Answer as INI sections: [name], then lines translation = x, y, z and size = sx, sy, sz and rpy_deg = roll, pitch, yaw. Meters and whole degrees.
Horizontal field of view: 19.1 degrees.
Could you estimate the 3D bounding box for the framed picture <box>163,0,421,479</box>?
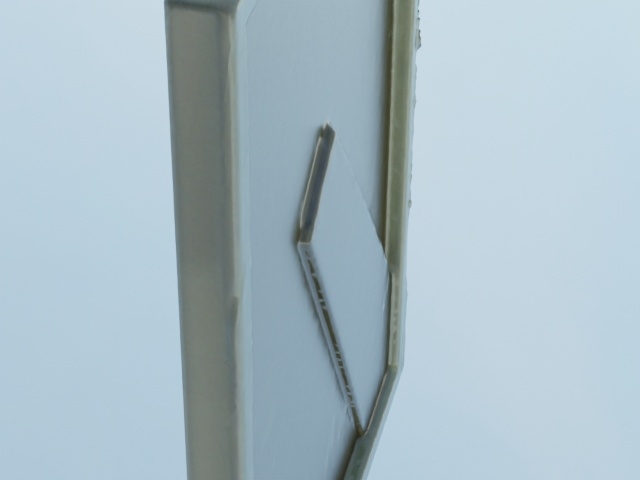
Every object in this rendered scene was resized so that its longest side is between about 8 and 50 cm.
[framed picture]
translation = 0.000, 0.000, 0.477
size = 0.016, 0.250, 0.184
rpy_deg = 10, -139, 11
